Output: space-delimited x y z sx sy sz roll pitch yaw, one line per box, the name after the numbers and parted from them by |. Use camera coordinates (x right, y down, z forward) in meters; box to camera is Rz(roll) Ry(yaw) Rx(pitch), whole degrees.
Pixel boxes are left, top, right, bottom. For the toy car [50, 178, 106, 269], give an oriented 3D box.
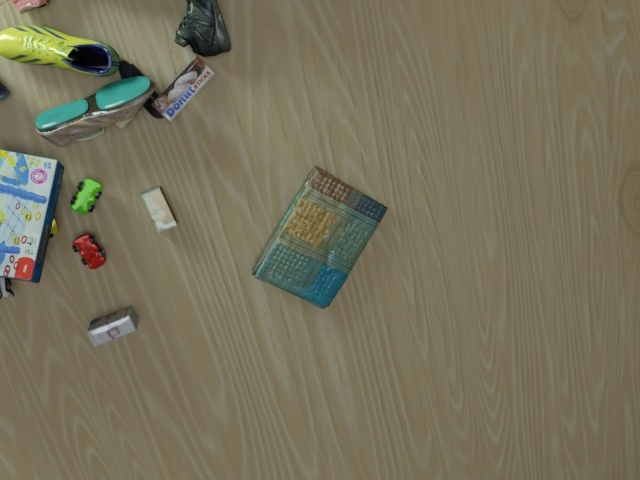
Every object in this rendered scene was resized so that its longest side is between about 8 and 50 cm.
-0.648 -0.065 1.582 0.239 0.053 0.224 28 96 -24 | toy car

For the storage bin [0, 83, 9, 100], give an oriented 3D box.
-0.837 -0.368 1.432 0.135 0.098 0.091 -30 84 -3 | storage bin

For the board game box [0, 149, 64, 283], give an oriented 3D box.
-0.819 -0.071 1.450 0.302 0.086 0.307 9 81 -11 | board game box

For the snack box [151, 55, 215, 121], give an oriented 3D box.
-0.356 -0.393 1.544 0.064 0.022 0.178 44 76 -22 | snack box

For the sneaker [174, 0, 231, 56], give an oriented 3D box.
-0.319 -0.569 1.490 0.130 0.087 0.227 -22 116 -13 | sneaker

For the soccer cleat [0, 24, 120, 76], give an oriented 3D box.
-0.632 -0.458 1.430 0.289 0.121 0.093 7 105 -15 | soccer cleat

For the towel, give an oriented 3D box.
0.000 0.000 1.771 0.272 0.040 0.370 28 96 -21 | towel

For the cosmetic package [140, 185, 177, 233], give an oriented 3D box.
-0.442 -0.084 1.634 0.060 0.041 0.115 -24 111 -5 | cosmetic package

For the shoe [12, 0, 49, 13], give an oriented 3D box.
-0.654 -0.606 1.414 0.178 0.063 0.081 -23 112 0 | shoe

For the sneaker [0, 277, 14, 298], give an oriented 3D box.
-0.844 0.076 1.559 0.235 0.094 0.153 -45 113 3 | sneaker

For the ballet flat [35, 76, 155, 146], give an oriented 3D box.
-0.553 -0.321 1.508 0.316 0.107 0.106 -18 147 1 | ballet flat

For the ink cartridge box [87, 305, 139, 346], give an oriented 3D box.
-0.581 0.239 1.674 0.123 0.088 0.052 -19 107 -8 | ink cartridge box

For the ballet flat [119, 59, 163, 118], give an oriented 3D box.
-0.458 -0.390 1.543 0.058 0.049 0.173 -26 109 27 | ballet flat
